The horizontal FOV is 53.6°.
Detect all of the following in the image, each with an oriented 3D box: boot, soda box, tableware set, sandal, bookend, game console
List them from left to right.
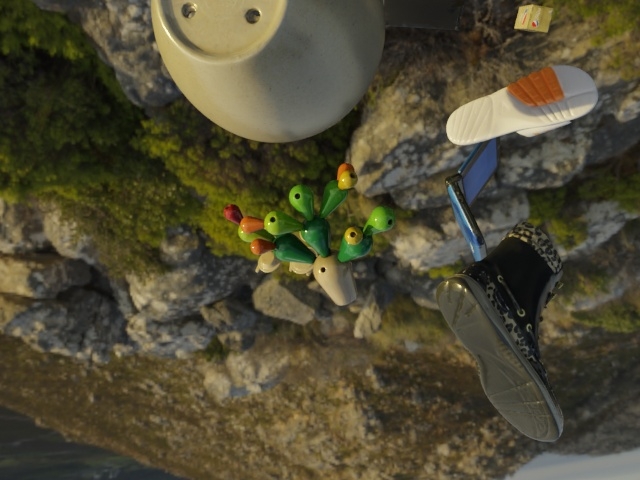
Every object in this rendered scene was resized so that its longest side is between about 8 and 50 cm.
[{"bbox_3d":[-0.063,0.008,1.345,0.168,0.141,0.020,5,152,25],"label":"tableware set"},{"bbox_3d":[0.208,-0.502,1.273,0.157,0.156,0.072,5,143,5],"label":"bookend"},{"bbox_3d":[0.408,-0.098,1.536,0.173,0.250,0.293,-25,160,10],"label":"game console"},{"bbox_3d":[0.358,-0.232,1.133,0.265,0.102,0.076,-12,167,34],"label":"sandal"},{"bbox_3d":[0.262,0.107,0.790,0.178,0.237,0.085,-36,-173,-35],"label":"boot"},{"bbox_3d":[0.570,-0.594,1.700,0.058,0.061,0.181,11,-160,3],"label":"soda box"}]

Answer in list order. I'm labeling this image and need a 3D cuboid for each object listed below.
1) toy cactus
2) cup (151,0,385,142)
[{"bbox_3d":[0.000,0.000,0.795,0.218,0.112,0.181,-11,125,20],"label":"toy cactus"},{"bbox_3d":[-0.092,-0.301,0.843,0.330,0.331,0.237,-15,-177,14],"label":"cup"}]
